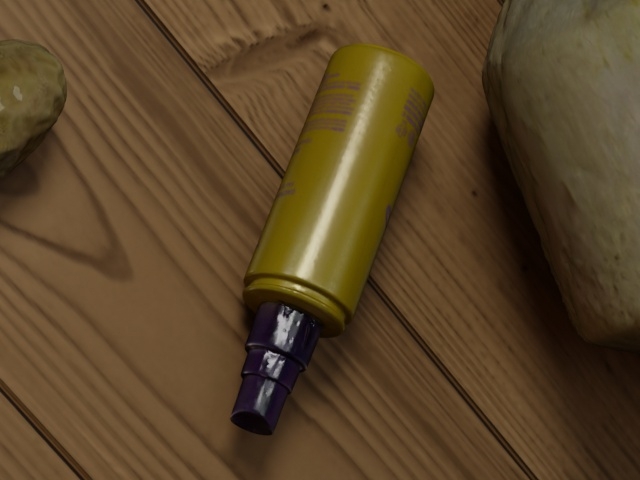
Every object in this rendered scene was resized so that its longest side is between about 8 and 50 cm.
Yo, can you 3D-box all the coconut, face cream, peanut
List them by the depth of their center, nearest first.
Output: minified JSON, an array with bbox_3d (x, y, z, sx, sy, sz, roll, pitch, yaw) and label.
[{"bbox_3d":[-0.225,-0.064,0.946,0.174,0.080,0.080,-28,96,-29],"label":"peanut"},{"bbox_3d":[0.000,0.000,1.065,0.078,0.078,0.273,31,66,-23],"label":"face cream"},{"bbox_3d":[0.318,-0.080,1.119,0.415,0.345,0.415,9,73,-29],"label":"coconut"}]
